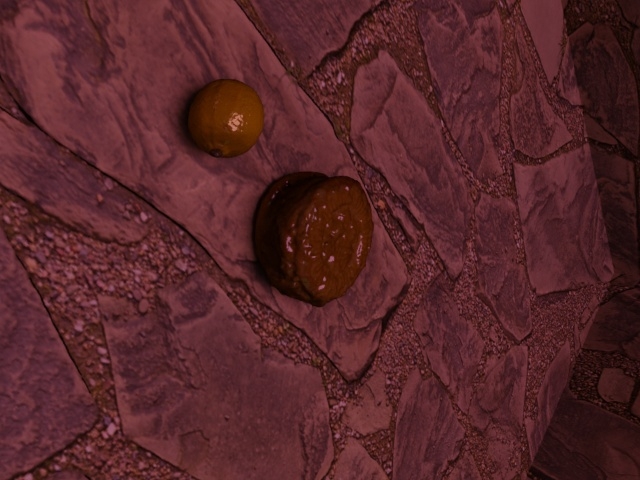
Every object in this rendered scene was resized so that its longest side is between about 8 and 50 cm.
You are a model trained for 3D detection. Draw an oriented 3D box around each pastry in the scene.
[{"bbox_3d":[0.000,0.000,1.017,0.240,0.132,0.235,-35,119,-37],"label":"pastry"}]

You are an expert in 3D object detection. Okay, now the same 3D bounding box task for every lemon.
[{"bbox_3d":[-0.137,-0.175,0.857,0.109,0.109,0.133,35,54,-44],"label":"lemon"}]
